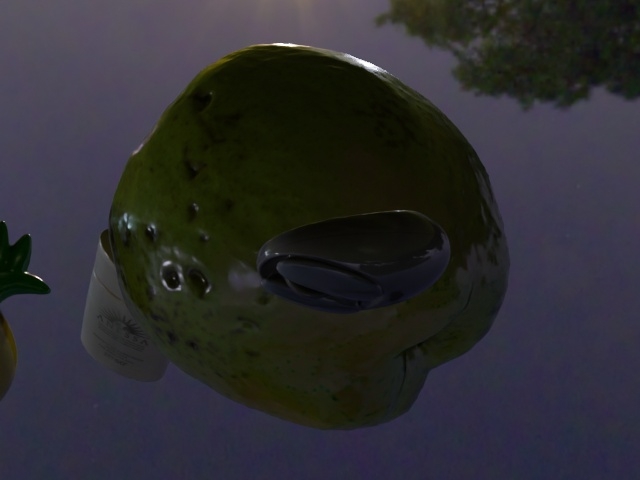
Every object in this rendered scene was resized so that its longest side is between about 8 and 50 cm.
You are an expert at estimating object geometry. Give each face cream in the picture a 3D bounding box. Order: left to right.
[{"bbox_3d":[-0.313,0.120,1.456,0.174,0.348,0.081,30,-128,-1],"label":"face cream"}]

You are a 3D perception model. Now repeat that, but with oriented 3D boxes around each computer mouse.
[{"bbox_3d":[0.018,0.014,0.416,0.096,0.066,0.039,-7,-108,-26],"label":"computer mouse"}]

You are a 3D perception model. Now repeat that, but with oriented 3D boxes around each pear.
[{"bbox_3d":[0.000,0.000,0.852,0.391,0.391,0.391,-5,-149,3],"label":"pear"}]

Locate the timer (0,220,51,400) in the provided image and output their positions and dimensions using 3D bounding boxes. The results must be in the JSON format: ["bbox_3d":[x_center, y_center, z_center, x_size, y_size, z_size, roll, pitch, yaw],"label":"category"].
[{"bbox_3d":[-0.431,0.083,0.965,0.285,0.285,0.285,-5,-149,3],"label":"timer"}]
